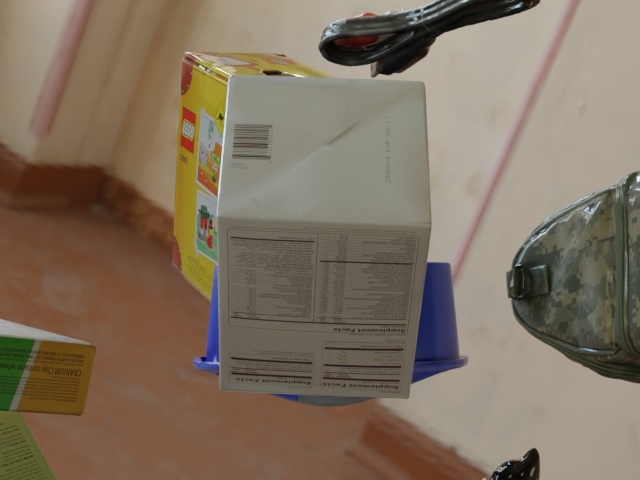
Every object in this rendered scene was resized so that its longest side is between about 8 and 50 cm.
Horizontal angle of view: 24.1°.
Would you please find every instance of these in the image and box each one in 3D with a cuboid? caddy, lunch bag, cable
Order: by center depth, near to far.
[{"bbox_3d":[0.101,-0.236,1.545,0.140,0.072,0.287,11,-20,-28],"label":"cable"},{"bbox_3d":[0.380,0.049,1.582,0.305,0.212,0.256,9,-11,-40],"label":"lunch bag"},{"bbox_3d":[0.014,0.115,1.844,0.341,0.179,0.241,0,0,-13],"label":"caddy"}]

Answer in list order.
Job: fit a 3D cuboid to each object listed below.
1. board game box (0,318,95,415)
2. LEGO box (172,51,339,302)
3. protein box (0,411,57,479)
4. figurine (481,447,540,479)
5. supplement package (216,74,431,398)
[{"bbox_3d":[-0.388,0.087,1.315,0.242,0.064,0.317,11,-1,-43],"label":"board game box"},{"bbox_3d":[-0.057,-0.066,2.305,0.193,0.372,0.500,-2,17,-24],"label":"LEGO box"},{"bbox_3d":[-0.466,0.359,2.008,0.200,0.136,0.201,-12,67,-56],"label":"protein box"},{"bbox_3d":[0.206,0.386,1.936,0.092,0.215,0.209,28,57,-11],"label":"figurine"},{"bbox_3d":[0.000,0.000,1.492,0.198,0.262,0.199,2,47,-1],"label":"supplement package"}]
